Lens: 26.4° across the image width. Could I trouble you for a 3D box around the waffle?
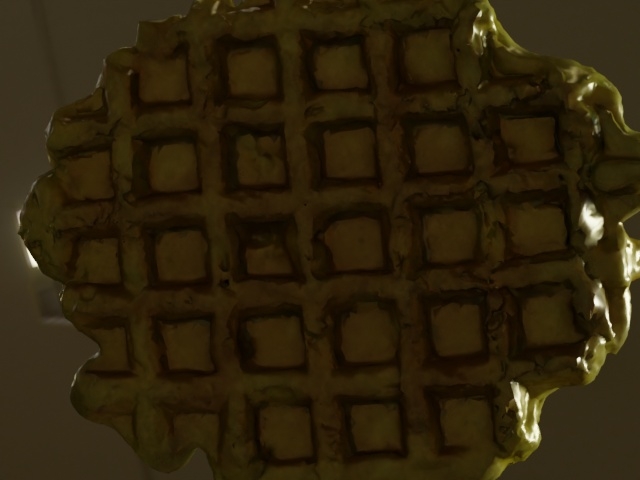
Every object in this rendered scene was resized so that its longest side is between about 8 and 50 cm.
[{"bbox_3d":[0.000,0.000,0.548,0.238,0.059,0.243,43,-84,6],"label":"waffle"}]
